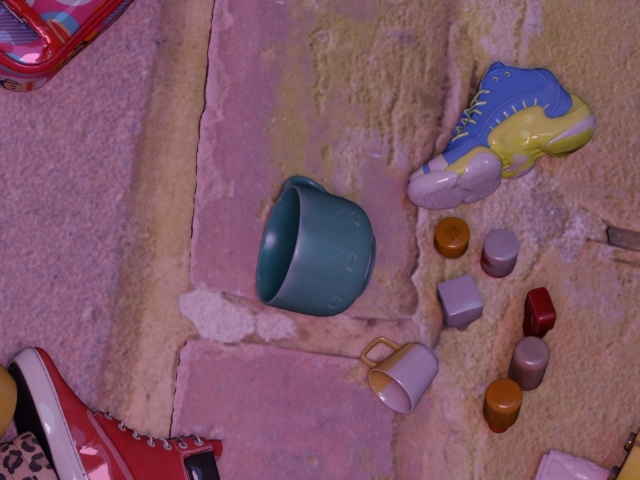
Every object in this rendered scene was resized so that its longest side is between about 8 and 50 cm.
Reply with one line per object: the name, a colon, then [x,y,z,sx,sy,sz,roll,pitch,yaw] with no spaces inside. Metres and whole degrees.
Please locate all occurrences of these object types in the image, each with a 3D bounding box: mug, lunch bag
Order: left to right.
lunch bag: [-0.345,-0.304,1.697,0.293,0.120,0.258,44,74,-4]
mug: [0.002,0.002,1.735,0.097,0.129,0.157,15,75,-17]
mug: [0.090,0.137,1.775,0.064,0.062,0.078,-43,101,-28]

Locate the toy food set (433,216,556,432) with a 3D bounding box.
toy food set: [0.193,0.089,1.814,0.111,0.104,0.232,-18,67,-6]

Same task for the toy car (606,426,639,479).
toy car: [0.292,0.313,1.735,0.225,0.053,0.239,-6,72,-1]

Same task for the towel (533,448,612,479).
towel: [0.343,0.425,1.754,0.332,0.053,0.317,22,74,7]

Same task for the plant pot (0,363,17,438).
plant pot: [-0.354,0.154,1.604,0.095,0.134,0.134,19,74,-32]

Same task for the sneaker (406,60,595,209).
sneaker: [0.184,-0.124,1.852,0.240,0.091,0.126,-21,68,-20]

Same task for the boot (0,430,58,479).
boot: [-0.340,0.386,1.552,0.284,0.138,0.377,-22,90,-24]

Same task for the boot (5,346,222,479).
boot: [-0.200,0.197,1.665,0.176,0.088,0.244,-26,88,-27]
